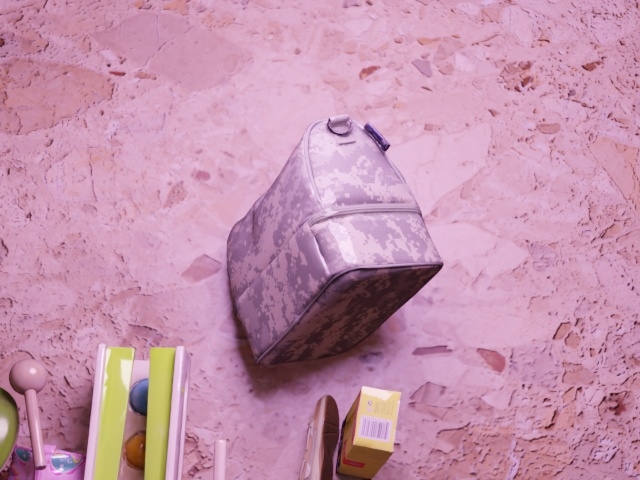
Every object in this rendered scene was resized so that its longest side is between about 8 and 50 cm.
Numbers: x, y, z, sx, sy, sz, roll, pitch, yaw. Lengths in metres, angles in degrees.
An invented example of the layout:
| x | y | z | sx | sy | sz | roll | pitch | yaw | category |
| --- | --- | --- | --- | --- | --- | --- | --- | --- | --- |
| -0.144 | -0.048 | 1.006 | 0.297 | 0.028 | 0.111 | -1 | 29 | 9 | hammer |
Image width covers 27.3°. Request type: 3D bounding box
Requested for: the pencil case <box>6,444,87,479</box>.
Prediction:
| x | y | z | sx | sy | sz | roll | pitch | yaw | category |
| --- | --- | --- | --- | --- | --- | --- | --- | --- | --- |
| -0.395 | 0.427 | 1.811 | 0.124 | 0.124 | 0.284 | 9 | 69 | 0 | pencil case |

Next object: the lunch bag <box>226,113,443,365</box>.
| x | y | z | sx | sy | sz | roll | pitch | yaw | category |
| --- | --- | --- | --- | --- | --- | --- | --- | --- | --- |
| 0.000 | 0.000 | 1.885 | 0.213 | 0.305 | 0.256 | -7 | 62 | -37 | lunch bag |

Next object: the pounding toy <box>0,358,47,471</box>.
| x | y | z | sx | sy | sz | roll | pitch | yaw | category |
| --- | --- | --- | --- | --- | --- | --- | --- | --- | --- |
| -0.500 | 0.252 | 1.818 | 0.237 | 0.110 | 0.182 | -20 | 51 | 18 | pounding toy |

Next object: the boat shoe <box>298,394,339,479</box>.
| x | y | z | sx | sy | sz | roll | pitch | yaw | category |
| --- | --- | --- | --- | --- | --- | --- | --- | --- | --- |
| -0.006 | 0.300 | 1.918 | 0.048 | 0.056 | 0.153 | -3 | 73 | 28 | boat shoe |

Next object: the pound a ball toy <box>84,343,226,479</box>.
| x | y | z | sx | sy | sz | roll | pitch | yaw | category |
| --- | --- | --- | --- | --- | --- | --- | --- | --- | --- |
| -0.217 | 0.314 | 1.849 | 0.208 | 0.135 | 0.319 | 1 | 70 | 1 | pound a ball toy |

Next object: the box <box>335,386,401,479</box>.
| x | y | z | sx | sy | sz | roll | pitch | yaw | category |
| --- | --- | --- | --- | --- | --- | --- | --- | --- | --- |
| 0.065 | 0.272 | 1.833 | 0.058 | 0.232 | 0.087 | 11 | 71 | -3 | box |
